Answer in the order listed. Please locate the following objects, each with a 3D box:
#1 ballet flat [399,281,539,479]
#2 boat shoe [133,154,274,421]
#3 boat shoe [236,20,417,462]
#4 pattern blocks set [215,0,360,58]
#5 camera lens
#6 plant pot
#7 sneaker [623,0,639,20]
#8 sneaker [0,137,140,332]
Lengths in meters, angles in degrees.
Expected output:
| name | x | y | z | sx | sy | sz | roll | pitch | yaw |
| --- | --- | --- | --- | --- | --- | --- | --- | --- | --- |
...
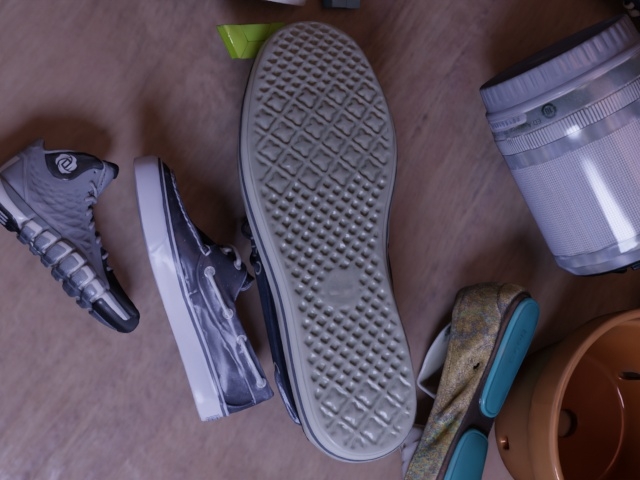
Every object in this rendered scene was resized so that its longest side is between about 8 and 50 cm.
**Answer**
| name | x | y | z | sx | sy | sz | roll | pitch | yaw |
| --- | --- | --- | --- | --- | --- | --- | --- | --- | --- |
| ballet flat | 0.155 | 0.209 | 1.434 | 0.123 | 0.123 | 0.348 | 27 | 76 | -19 |
| boat shoe | -0.124 | 0.045 | 1.316 | 0.102 | 0.108 | 0.301 | -17 | 96 | -5 |
| boat shoe | 0.000 | 0.000 | 1.362 | 0.186 | 0.156 | 0.500 | -6 | 81 | -16 |
| pattern blocks set | -0.078 | -0.348 | 1.355 | 0.325 | 0.026 | 0.285 | -18 | 110 | -36 |
| camera lens | 0.343 | -0.109 | 1.476 | 0.219 | 0.219 | 0.274 | -32 | 98 | -22 |
| plant pot | 0.346 | 0.226 | 1.461 | 0.291 | 0.203 | 0.291 | 1 | 86 | -23 |
| sneaker | 0.378 | -0.382 | 1.576 | 0.323 | 0.236 | 0.130 | 74 | 29 | -46 |
| sneaker | -0.245 | -0.018 | 1.295 | 0.229 | 0.086 | 0.132 | 48 | 68 | -12 |
